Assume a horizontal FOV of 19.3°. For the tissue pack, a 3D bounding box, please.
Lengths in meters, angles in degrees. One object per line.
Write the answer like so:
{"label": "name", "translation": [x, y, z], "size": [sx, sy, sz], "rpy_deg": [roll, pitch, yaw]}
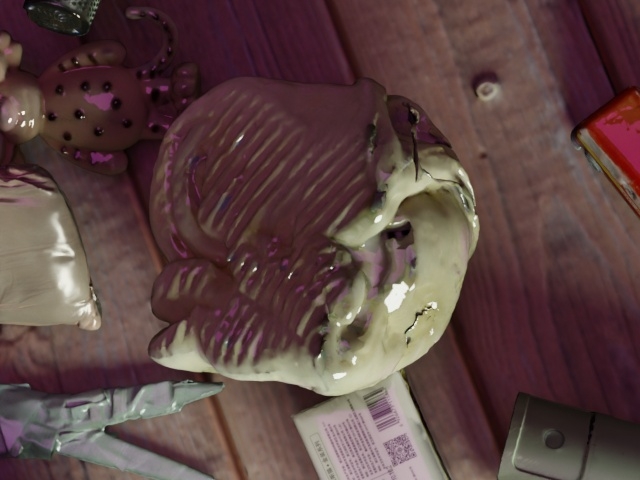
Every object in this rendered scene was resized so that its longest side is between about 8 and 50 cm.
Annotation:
{"label": "tissue pack", "translation": [0.054, 0.200, 1.631], "size": [0.106, 0.099, 0.149], "rpy_deg": [-24, 81, 4]}

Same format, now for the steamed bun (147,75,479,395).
{"label": "steamed bun", "translation": [0.000, 0.000, 1.624], "size": [0.280, 0.207, 0.268], "rpy_deg": [4, 82, 33]}

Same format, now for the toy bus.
{"label": "toy bus", "translation": [0.299, -0.054, 1.650], "size": [0.079, 0.077, 0.174], "rpy_deg": [-37, 80, 1]}

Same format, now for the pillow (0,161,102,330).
{"label": "pillow", "translation": [-0.341, 0.018, 1.672], "size": [0.270, 0.067, 0.173], "rpy_deg": [-7, 118, 2]}

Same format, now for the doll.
{"label": "doll", "translation": [-0.245, -0.125, 1.696], "size": [0.278, 0.119, 0.154], "rpy_deg": [-7, 104, 4]}

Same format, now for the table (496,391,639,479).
{"label": "table", "translation": [0.259, 0.216, 1.595], "size": [0.220, 0.126, 0.126], "rpy_deg": [14, 84, 8]}

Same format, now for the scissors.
{"label": "scissors", "translation": [-0.271, 0.170, 1.704], "size": [0.383, 0.029, 0.256], "rpy_deg": [5, 79, 4]}

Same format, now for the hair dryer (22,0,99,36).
{"label": "hair dryer", "translation": [-0.261, -0.355, 1.695], "size": [0.284, 0.156, 0.320], "rpy_deg": [18, 72, 22]}
